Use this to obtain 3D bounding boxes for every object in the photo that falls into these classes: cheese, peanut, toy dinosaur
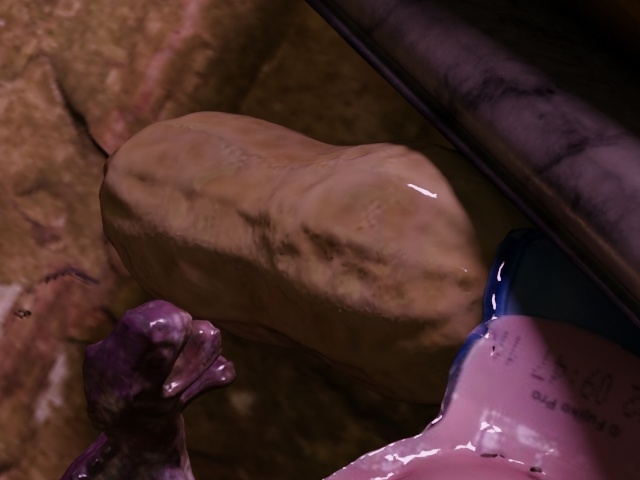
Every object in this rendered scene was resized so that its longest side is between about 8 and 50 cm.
[{"bbox_3d":[0.074,0.126,0.573,0.189,0.074,0.286,22,64,-3],"label":"cheese"},{"bbox_3d":[0.000,0.000,0.708,0.257,0.123,0.123,17,79,28],"label":"peanut"},{"bbox_3d":[-0.127,0.127,0.677,0.251,0.200,0.072,-31,63,9],"label":"toy dinosaur"}]

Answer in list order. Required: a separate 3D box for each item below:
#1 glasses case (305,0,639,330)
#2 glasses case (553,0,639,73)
[{"bbox_3d":[0.101,-0.060,0.666,0.299,0.114,0.060,51,128,41],"label":"glasses case"},{"bbox_3d":[0.140,-0.175,0.676,0.141,0.173,0.371,-45,60,6],"label":"glasses case"}]
